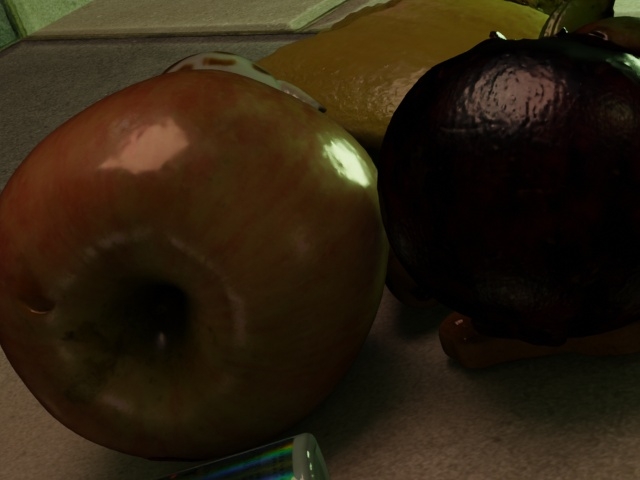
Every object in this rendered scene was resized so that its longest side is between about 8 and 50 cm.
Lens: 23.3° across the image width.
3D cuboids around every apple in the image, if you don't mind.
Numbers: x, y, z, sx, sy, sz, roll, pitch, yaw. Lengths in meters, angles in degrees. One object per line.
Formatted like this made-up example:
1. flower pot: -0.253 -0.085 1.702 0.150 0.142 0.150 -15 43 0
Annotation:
1. apple: -0.122 0.015 1.541 0.391 0.391 0.346 -14 23 17

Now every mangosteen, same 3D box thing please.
1. mangosteen: 0.207 -0.084 1.407 0.306 0.359 0.306 8 -5 1

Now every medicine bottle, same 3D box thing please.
1. medicine bottle: -0.104 0.250 1.373 0.229 0.083 0.121 -19 25 7

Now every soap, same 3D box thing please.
1. soap: 0.090 -0.208 1.827 0.427 0.115 0.306 15 38 42

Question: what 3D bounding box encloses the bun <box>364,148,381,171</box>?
1. bun: 0.078 -0.110 1.901 0.195 0.118 0.195 -8 33 5

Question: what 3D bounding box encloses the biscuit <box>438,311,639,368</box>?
1. biscuit: 0.285 0.055 1.530 0.334 0.047 0.202 -10 26 28

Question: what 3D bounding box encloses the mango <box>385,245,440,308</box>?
1. mango: 0.114 -0.013 1.714 0.113 0.138 0.253 10 18 -4

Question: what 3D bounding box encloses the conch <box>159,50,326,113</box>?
1. conch: -0.129 -0.124 1.762 0.149 0.183 0.275 15 -18 -39

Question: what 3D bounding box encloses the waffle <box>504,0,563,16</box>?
1. waffle: 0.266 -0.270 2.003 0.307 0.312 0.060 13 77 27
